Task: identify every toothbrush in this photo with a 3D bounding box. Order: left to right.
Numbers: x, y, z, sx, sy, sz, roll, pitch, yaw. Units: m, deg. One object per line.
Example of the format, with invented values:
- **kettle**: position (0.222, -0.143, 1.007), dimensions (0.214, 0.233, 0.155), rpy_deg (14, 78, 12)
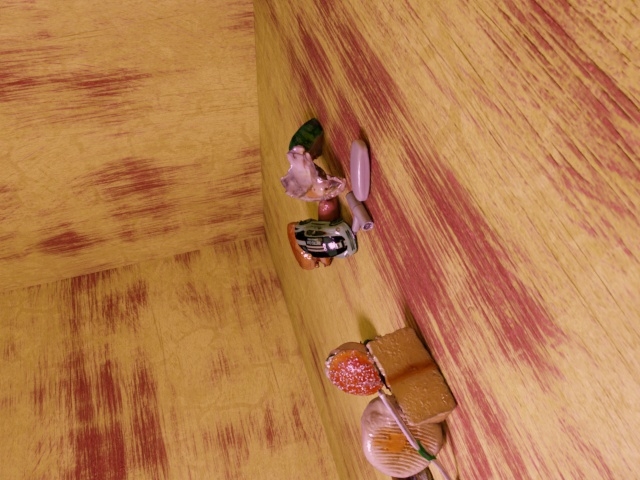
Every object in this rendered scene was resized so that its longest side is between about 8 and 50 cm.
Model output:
- **toothbrush**: position (0.270, 0.549, 1.321), dimensions (0.417, 0.040, 0.042), rpy_deg (57, -174, -14)

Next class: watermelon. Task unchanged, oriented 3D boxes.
- **watermelon**: position (-0.053, -0.420, 1.981), dimensions (0.231, 0.129, 0.146), rpy_deg (-115, 35, -48)

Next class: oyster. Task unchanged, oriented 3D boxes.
- **oyster**: position (-0.037, -0.240, 1.865), dimensions (0.271, 0.100, 0.275), rpy_deg (50, 147, 5)

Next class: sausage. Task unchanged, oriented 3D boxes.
- **sausage**: position (0.034, -0.054, 1.968), dimensions (0.086, 0.086, 0.288), rpy_deg (-118, 19, -48)

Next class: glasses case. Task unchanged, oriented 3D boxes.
- **glasses case**: position (0.121, -0.213, 1.521), dimensions (0.076, 0.050, 0.197), rpy_deg (-122, 23, -54)

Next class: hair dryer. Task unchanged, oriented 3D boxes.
- **hair dryer**: position (0.131, -0.052, 1.679), dimensions (0.183, 0.044, 0.154), rpy_deg (84, 167, -49)

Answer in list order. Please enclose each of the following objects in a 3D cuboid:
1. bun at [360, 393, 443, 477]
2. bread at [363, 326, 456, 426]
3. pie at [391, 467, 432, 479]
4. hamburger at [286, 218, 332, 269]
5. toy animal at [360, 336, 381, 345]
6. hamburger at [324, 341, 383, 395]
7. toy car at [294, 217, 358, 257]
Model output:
- **bun**: position (0.227, 0.538, 1.413), dimensions (0.153, 0.244, 0.243), rpy_deg (-122, 22, -74)
- **bread**: position (0.258, 0.371, 1.366), dimensions (0.178, 0.142, 0.265), rpy_deg (29, -151, -52)
- **pie**: position (0.316, 0.836, 1.675), dimensions (0.323, 0.071, 0.322), rpy_deg (168, 90, -76)
- **hamburger**: position (-0.050, 0.021, 2.224), dimensions (0.244, 0.163, 0.244), rpy_deg (167, 90, -75)
- **toy animal**: position (0.191, 0.403, 1.852), dimensions (0.217, 0.041, 0.074), rpy_deg (133, 125, -69)
- **hamburger**: position (0.131, 0.471, 1.807), dimensions (0.237, 0.147, 0.236), rpy_deg (19, 133, 21)
- **toy car**: position (0.000, 0.000, 1.869), dimensions (0.306, 0.125, 0.136), rpy_deg (3, 121, 47)
